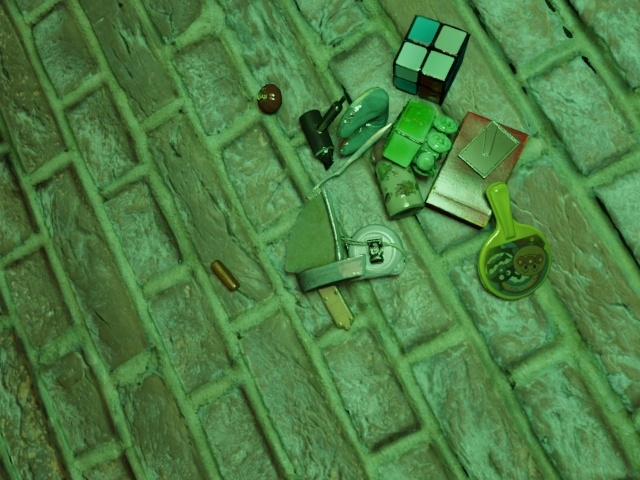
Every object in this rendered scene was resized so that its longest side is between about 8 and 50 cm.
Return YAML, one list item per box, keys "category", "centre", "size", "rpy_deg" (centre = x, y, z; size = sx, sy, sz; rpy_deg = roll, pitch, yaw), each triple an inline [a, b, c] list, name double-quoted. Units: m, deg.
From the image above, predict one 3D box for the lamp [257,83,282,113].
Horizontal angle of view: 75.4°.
- category: "lamp"
  centre: [-0.176, -0.491, 1.435]
  size: [0.101, 0.090, 0.101]
  rpy_deg: [-3, 86, 44]

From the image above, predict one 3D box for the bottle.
- category: "bottle"
  centre: [0.237, -0.203, 1.319]
  size: [0.121, 0.120, 0.253]
  rpy_deg: [-19, 76, 9]

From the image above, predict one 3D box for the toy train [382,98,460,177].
- category: "toy train"
  centre: [0.305, -0.313, 1.264]
  size: [0.188, 0.132, 0.243]
  rpy_deg: [29, 50, 2]

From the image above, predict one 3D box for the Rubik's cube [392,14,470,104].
- category: "Rubik's cube"
  centre: [0.340, -0.558, 1.296]
  size: [0.180, 0.183, 0.167]
  rpy_deg: [26, 89, 14]

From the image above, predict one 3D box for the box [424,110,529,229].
- category: "box"
  centre: [0.478, -0.214, 1.290]
  size: [0.198, 0.089, 0.313]
  rpy_deg: [25, 90, 8]

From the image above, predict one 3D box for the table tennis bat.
- category: "table tennis bat"
  centre: [0.564, 0.004, 1.229]
  size: [0.224, 0.054, 0.368]
  rpy_deg: [-18, 102, 0]

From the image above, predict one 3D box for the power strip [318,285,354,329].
- category: "power strip"
  centre: [0.022, 0.155, 1.373]
  size: [0.064, 0.044, 0.305]
  rpy_deg: [-30, 82, 8]

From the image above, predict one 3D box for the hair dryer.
- category: "hair dryer"
  centre: [0.029, -0.362, 1.321]
  size: [0.078, 0.248, 0.195]
  rpy_deg: [-19, 81, -26]

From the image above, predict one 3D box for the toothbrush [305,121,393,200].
- category: "toothbrush"
  centre: [0.090, -0.256, 1.359]
  size: [0.375, 0.028, 0.037]
  rpy_deg: [-41, 84, 19]

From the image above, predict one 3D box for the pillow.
- category: "pillow"
  centre: [0.132, -0.368, 1.293]
  size: [0.214, 0.233, 0.086]
  rpy_deg: [-45, 76, -4]

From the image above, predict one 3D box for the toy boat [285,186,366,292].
- category: "toy boat"
  centre: [-0.003, 0.033, 1.302]
  size: [0.276, 0.111, 0.293]
  rpy_deg: [-38, 67, 29]

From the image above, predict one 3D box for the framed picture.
- category: "framed picture"
  centre: [0.503, -0.274, 1.240]
  size: [0.149, 0.011, 0.109]
  rpy_deg: [-45, 82, 4]

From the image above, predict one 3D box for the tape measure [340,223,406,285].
- category: "tape measure"
  centre: [0.168, 0.037, 1.322]
  size: [0.196, 0.105, 0.178]
  rpy_deg: [-16, 82, 10]

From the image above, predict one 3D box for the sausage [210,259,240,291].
- category: "sausage"
  centre: [-0.334, 0.121, 1.442]
  size: [0.131, 0.041, 0.039]
  rpy_deg: [47, 117, 11]
